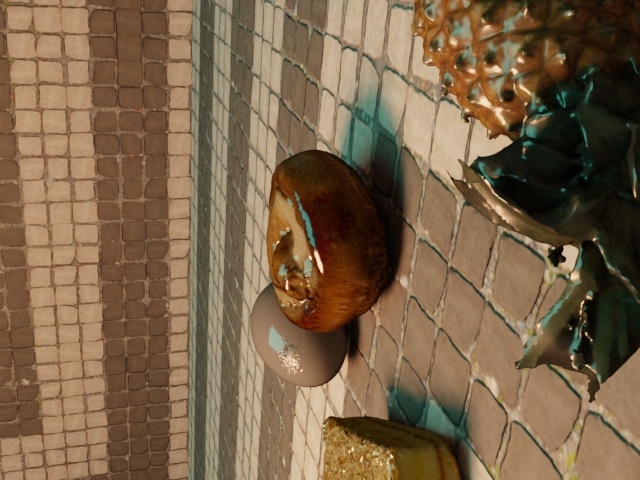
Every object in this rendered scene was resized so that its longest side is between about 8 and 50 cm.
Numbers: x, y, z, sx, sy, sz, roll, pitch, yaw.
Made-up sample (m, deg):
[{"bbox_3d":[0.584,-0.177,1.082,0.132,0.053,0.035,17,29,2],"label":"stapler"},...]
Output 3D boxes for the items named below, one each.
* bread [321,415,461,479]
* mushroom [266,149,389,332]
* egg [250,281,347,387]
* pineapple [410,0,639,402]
[{"bbox_3d":[0.084,0.315,0.887,0.234,0.111,0.184,168,101,-70],"label":"bread"},{"bbox_3d":[0.000,0.000,1.010,0.253,0.153,0.253,175,90,-71],"label":"mushroom"},{"bbox_3d":[-0.032,0.141,1.147,0.198,0.146,0.146,-119,31,-42],"label":"egg"},{"bbox_3d":[0.164,-0.054,0.478,0.165,0.166,0.364,118,145,-58],"label":"pineapple"}]
